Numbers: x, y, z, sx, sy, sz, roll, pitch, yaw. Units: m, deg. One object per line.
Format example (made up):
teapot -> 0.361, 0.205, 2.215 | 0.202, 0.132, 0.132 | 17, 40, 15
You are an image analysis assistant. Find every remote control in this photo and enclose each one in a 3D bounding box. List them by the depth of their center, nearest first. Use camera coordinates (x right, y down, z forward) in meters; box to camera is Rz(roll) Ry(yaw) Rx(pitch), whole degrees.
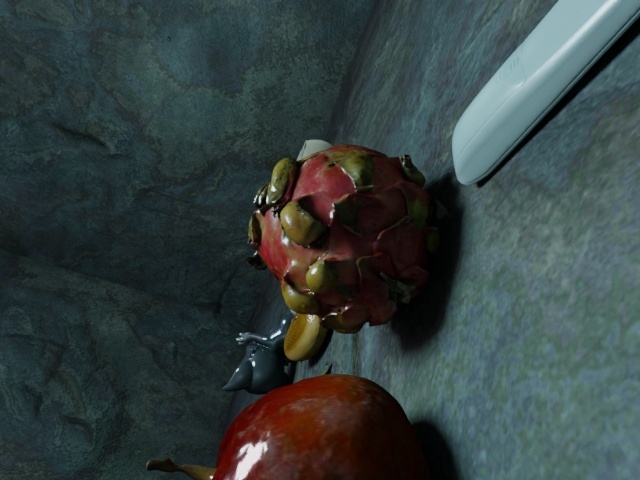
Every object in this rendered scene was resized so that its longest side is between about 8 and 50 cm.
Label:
remote control -> 0.218, -0.174, 0.496 | 0.293, 0.051, 0.103 | 124, 162, -57

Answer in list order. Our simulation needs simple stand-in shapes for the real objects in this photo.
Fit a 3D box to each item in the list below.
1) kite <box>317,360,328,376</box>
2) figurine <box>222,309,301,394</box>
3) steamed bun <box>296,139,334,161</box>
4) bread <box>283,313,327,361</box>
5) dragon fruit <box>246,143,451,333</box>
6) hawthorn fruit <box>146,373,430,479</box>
kite -> -0.011, 0.348, 0.952 | 0.250, 0.012, 0.229 | 143, 141, -73
figurine -> -0.115, 0.307, 1.308 | 0.265, 0.193, 0.140 | -41, 42, 10
steamed bun -> -0.011, -0.173, 1.476 | 0.241, 0.164, 0.146 | 117, 169, -49
bread -> -0.026, 0.210, 1.116 | 0.189, 0.077, 0.114 | 119, 146, -46
dragon fruit -> 0.028, -0.004, 0.674 | 0.291, 0.269, 0.250 | -81, 3, -61
hawthorn fruit -> -0.036, 0.249, 0.488 | 0.242, 0.272, 0.242 | -172, 90, -79
